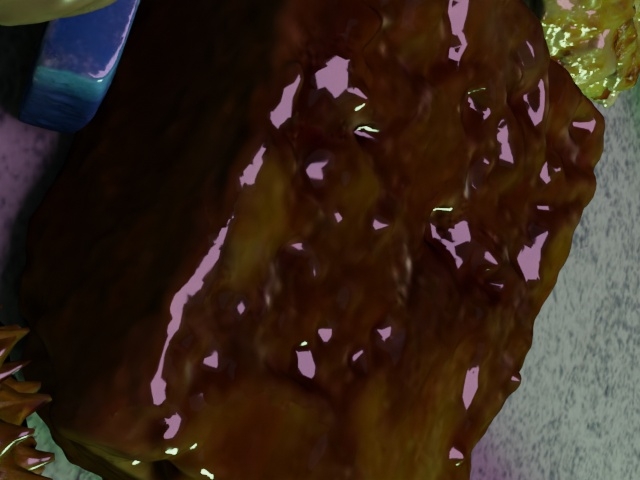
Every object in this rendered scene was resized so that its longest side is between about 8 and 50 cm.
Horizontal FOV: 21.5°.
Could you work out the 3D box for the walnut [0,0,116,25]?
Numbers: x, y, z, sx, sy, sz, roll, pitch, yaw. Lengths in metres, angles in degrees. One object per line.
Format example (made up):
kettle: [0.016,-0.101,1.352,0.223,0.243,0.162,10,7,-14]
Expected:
walnut: [-0.158,-0.219,0.711,0.227,0.273,0.273,-27,117,-57]

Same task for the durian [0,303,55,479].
durian: [-0.258,0.122,0.585,0.347,0.347,0.384,55,17,-41]

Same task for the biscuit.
biscuit: [0.000,0.000,1.032,0.342,0.166,0.395,46,63,-47]

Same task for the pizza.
pizza: [0.216,-0.201,1.255,0.223,0.089,0.323,-33,147,-39]

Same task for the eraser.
eraser: [-0.094,-0.214,0.902,0.042,0.144,0.312,18,79,-12]
